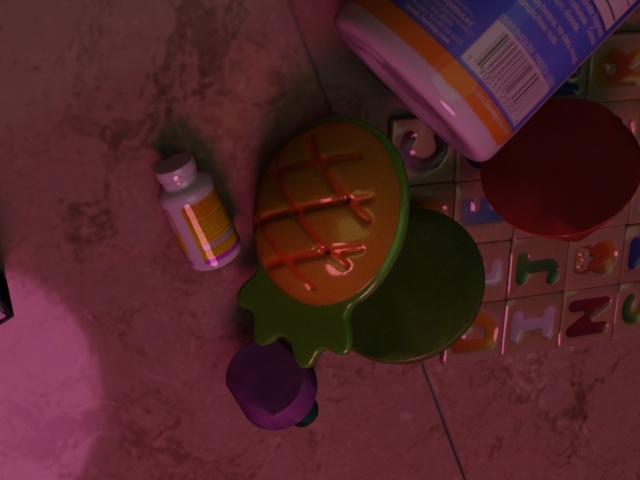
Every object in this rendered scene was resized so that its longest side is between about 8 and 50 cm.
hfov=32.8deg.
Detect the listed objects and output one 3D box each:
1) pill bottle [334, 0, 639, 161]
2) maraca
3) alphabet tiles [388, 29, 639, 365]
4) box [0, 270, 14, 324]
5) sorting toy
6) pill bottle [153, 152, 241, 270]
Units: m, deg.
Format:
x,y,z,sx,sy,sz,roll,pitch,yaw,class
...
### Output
x,y,z,sx,sy,sz,roll,pitch,yaw,class
0.152,-0.199,0.753,0.272,0.152,0.152,-46,120,2,pill bottle
0.000,0.000,0.801,0.099,0.127,0.186,5,106,-56,maraca
0.214,-0.034,0.927,0.342,0.011,0.285,-6,114,-18,alphabet tiles
-0.243,0.013,0.743,0.018,0.067,0.083,-33,119,-5,box
0.098,0.040,0.871,0.365,0.127,0.126,-36,149,0,sorting toy
-0.092,-0.022,0.798,0.043,0.043,0.083,-27,119,-8,pill bottle
